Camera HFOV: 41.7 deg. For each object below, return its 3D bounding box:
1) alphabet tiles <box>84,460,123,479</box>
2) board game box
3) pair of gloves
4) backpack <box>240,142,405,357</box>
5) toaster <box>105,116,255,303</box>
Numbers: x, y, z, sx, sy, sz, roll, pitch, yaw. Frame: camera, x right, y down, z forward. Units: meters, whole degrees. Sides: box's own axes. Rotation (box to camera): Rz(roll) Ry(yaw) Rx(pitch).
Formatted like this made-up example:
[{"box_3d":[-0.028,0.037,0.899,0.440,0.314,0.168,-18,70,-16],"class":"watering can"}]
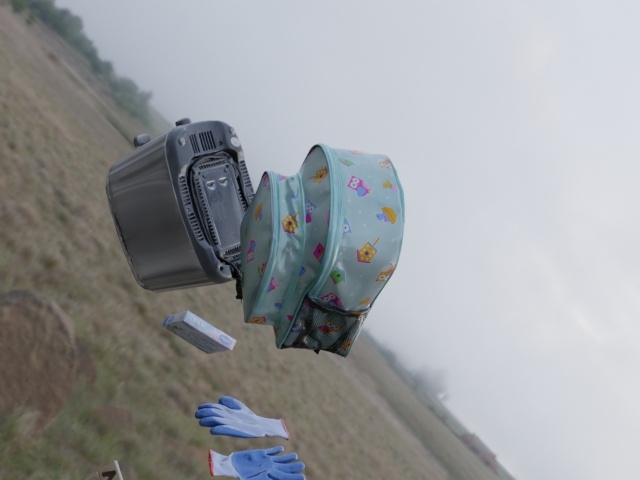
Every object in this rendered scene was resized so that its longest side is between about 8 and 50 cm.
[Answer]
[{"box_3d":[-0.338,0.489,1.353,0.009,0.198,0.237,28,30,-57],"class":"alphabet tiles"},{"box_3d":[-0.186,0.141,1.281,0.090,0.020,0.090,36,-25,-21],"class":"board game box"},{"box_3d":[-0.110,0.309,1.295,0.159,0.023,0.198,14,24,-24],"class":"pair of gloves"},{"box_3d":[0.000,0.000,0.815,0.144,0.188,0.166,16,44,-22],"class":"backpack"},{"box_3d":[-0.160,-0.027,1.015,0.129,0.146,0.227,-25,99,-52],"class":"toaster"}]
